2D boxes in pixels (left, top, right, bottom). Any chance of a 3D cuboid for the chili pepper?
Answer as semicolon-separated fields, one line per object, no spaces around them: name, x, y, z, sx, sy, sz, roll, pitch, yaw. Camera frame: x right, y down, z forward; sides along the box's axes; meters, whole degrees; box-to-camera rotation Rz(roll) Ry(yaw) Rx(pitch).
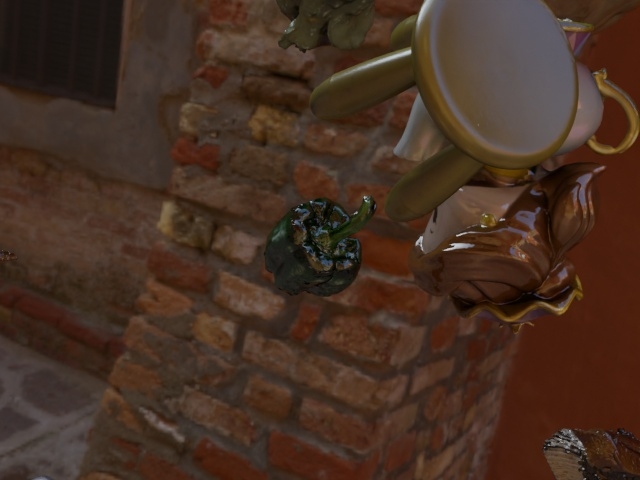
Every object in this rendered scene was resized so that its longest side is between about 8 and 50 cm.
chili pepper;0.000;0.000;1.380;0.165;0.174;0.261;3;-27;-29

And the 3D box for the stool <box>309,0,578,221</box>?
stool;0.074;-0.085;0.440;0.135;0.134;0.110;8;-14;-25

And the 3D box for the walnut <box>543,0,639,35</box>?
walnut;0.333;-0.410;0.971;0.285;0.296;0.285;22;-19;8

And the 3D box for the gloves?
gloves;0.522;0.411;1.217;0.135;0.211;0.312;-11;-6;-33

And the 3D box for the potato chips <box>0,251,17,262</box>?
potato chips;-0.652;0.070;1.379;0.026;0.037;0.204;-24;14;37

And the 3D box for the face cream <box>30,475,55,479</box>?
face cream;-0.158;0.310;0.641;0.283;0.073;0.073;50;-5;-26

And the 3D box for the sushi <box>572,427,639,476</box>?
sushi;0.355;0.256;0.904;0.120;0.052;0.055;21;-25;-38

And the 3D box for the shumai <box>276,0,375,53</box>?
shumai;-0.001;-0.551;1.504;0.397;0.323;0.324;23;53;2

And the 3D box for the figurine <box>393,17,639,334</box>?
figurine;0.152;-0.048;0.613;0.189;0.264;0.142;10;21;19
